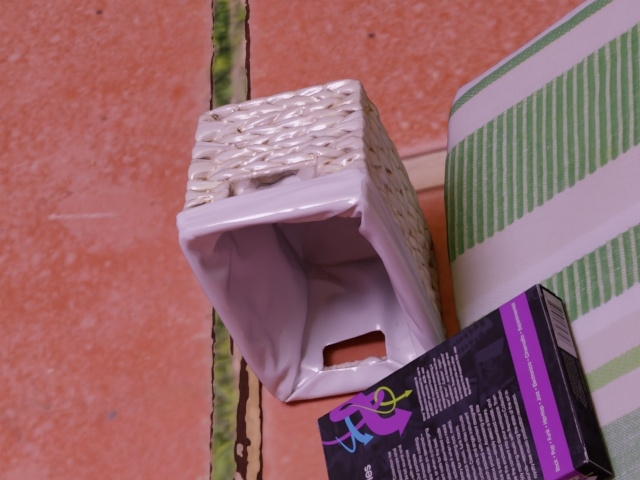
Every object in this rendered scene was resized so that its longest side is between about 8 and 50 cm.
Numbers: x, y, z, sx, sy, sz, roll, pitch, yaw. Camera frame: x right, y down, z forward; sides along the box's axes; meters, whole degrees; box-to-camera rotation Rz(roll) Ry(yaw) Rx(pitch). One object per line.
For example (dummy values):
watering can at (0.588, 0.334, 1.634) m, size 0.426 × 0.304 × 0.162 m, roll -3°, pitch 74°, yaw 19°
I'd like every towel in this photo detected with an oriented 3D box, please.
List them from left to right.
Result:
towel at (0.171, -0.003, 1.037) m, size 0.248 × 0.038 × 0.325 m, roll -33°, pitch 47°, yaw 34°

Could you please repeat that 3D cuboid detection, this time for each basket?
basket at (0.000, 0.000, 1.079) m, size 0.113 × 0.167 × 0.103 m, roll -11°, pitch 49°, yaw 15°

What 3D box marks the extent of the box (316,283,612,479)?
box at (0.073, 0.111, 1.022) m, size 0.162 × 0.029 × 0.116 m, roll -33°, pitch 47°, yaw 26°
